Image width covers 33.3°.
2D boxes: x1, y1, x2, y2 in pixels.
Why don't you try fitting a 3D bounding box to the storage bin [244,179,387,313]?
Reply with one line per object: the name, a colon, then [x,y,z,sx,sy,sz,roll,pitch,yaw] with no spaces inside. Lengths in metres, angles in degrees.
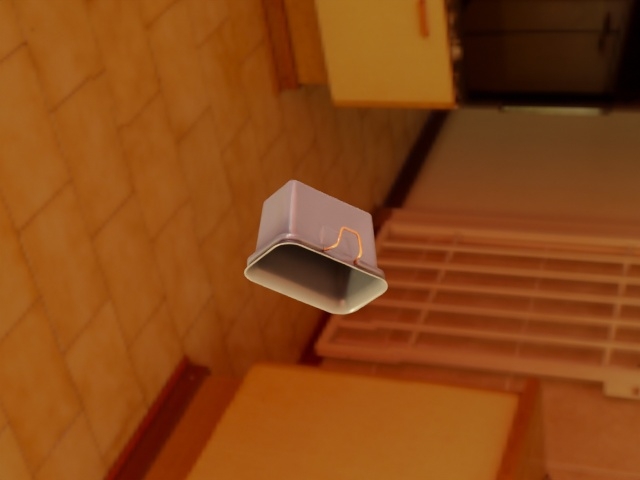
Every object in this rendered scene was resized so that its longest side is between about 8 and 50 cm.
storage bin: [0.000,0.000,1.078,0.135,0.098,0.091,22,51,-29]
